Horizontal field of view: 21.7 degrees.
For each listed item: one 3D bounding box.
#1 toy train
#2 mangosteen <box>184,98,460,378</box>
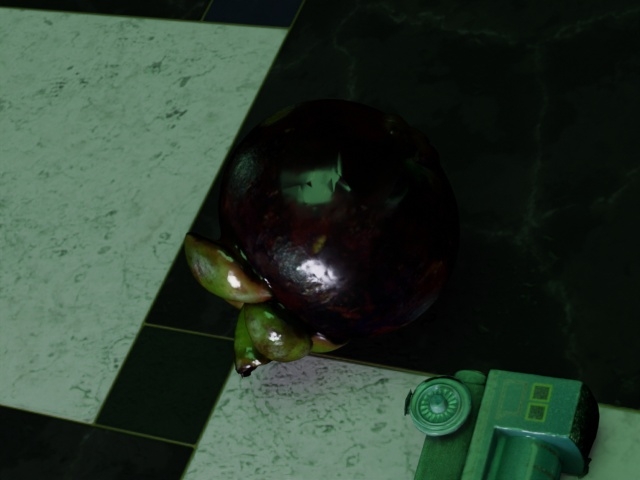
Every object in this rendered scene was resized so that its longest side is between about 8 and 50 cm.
[{"bbox_3d":[0.170,0.270,1.741,0.194,0.120,0.298,6,57,21],"label":"toy train"},{"bbox_3d":[0.012,-0.011,1.921,0.311,0.311,0.311,-11,51,14],"label":"mangosteen"}]
